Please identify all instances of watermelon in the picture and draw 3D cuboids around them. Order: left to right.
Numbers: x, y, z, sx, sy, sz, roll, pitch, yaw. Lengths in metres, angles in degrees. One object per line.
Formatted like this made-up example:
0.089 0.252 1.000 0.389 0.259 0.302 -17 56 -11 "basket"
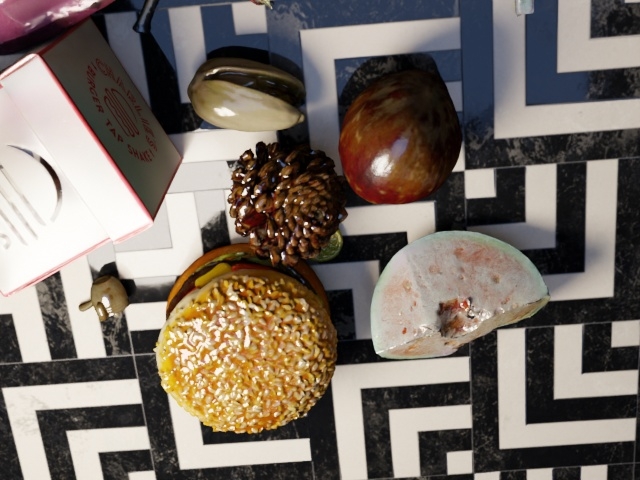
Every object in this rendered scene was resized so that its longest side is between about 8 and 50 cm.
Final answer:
0.241 0.101 1.784 0.321 0.188 0.175 -11 157 -2 "watermelon"

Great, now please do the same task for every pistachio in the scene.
-0.126 -0.244 1.646 0.206 0.131 0.130 10 71 -8 "pistachio"

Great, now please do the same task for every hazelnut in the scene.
0.146 -0.171 1.608 0.218 0.234 0.218 5 138 5 "hazelnut"

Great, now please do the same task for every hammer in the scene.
-0.273 -0.444 1.616 0.078 0.021 0.201 26 109 -9 "hammer"

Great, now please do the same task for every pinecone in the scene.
-0.064 -0.075 1.673 0.221 0.221 0.221 0 112 1 "pinecone"

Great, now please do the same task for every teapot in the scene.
-0.424 0.116 1.822 0.110 0.085 0.080 -7 112 25 "teapot"

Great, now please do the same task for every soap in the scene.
-0.413 -0.411 1.484 0.325 0.220 0.127 -26 122 13 "soap"

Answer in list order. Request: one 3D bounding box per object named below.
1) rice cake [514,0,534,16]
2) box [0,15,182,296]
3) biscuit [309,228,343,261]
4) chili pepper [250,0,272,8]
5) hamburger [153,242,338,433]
0.342 -0.476 1.588 0.033 0.033 0.208 -2 113 0 "rice cake"
-0.450 -0.143 1.586 0.300 0.312 0.314 -27 110 12 "box"
0.000 0.000 1.794 0.084 0.023 0.084 0 113 -1 "biscuit"
-0.136 -0.460 1.604 0.045 0.027 0.178 -38 107 10 "chili pepper"
-0.133 0.177 1.747 0.330 0.250 0.330 0 113 1 "hamburger"
